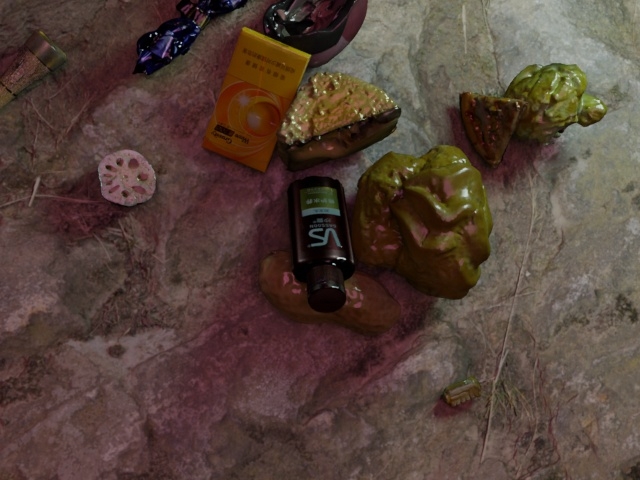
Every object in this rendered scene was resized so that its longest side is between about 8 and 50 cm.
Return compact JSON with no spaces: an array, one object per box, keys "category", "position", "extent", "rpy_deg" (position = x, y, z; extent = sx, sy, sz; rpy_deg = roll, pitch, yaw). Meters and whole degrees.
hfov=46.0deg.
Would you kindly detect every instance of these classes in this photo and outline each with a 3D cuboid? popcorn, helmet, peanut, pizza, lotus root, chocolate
[{"category":"popcorn","position":[0.508,-0.294,1.641],"extent":[0.213,0.198,0.197],"rpy_deg":[14,83,-12]},{"category":"helmet","position":[0.001,-0.469,1.622],"extent":[0.253,0.154,0.198],"rpy_deg":[-36,50,-18]},{"category":"peanut","position":[0.018,0.113,1.569],"extent":[0.313,0.149,0.149],"rpy_deg":[14,83,-8]},{"category":"pizza","position":[0.380,-0.250,1.633],"extent":[0.036,0.176,0.184],"rpy_deg":[-20,95,-34]},{"category":"lotus root","position":[-0.401,-0.126,1.575],"extent":[0.112,0.081,0.122],"rpy_deg":[-9,84,-9]},{"category":"chocolate","position":[-0.277,-0.471,1.615],"extent":[0.343,0.126,0.148],"rpy_deg":[-48,51,-6]}]

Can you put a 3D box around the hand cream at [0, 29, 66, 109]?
[{"category":"hand cream","position":[-0.630,-0.343,1.582],"extent":[0.084,0.084,0.203],"rpy_deg":[44,88,0]}]

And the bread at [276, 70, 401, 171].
[{"category":"bread","position":[0.027,-0.248,1.582],"extent":[0.262,0.204,0.162],"rpy_deg":[-16,74,-4]}]

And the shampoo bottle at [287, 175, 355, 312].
[{"category":"shampoo bottle","position":[0.000,0.000,1.508],"extent":[0.129,0.084,0.323],"rpy_deg":[0,43,-4]}]

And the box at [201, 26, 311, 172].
[{"category":"box","position":[-0.138,-0.289,1.575],"extent":[0.152,0.043,0.269],"rpy_deg":[22,113,-2]}]

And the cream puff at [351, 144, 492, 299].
[{"category":"cream puff","position":[0.202,-0.040,1.537],"extent":[0.270,0.274,0.323],"rpy_deg":[2,81,-14]}]

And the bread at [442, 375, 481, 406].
[{"category":"bread","position":[0.304,0.327,1.625],"extent":[0.088,0.033,0.049],"rpy_deg":[-24,101,-4]}]
